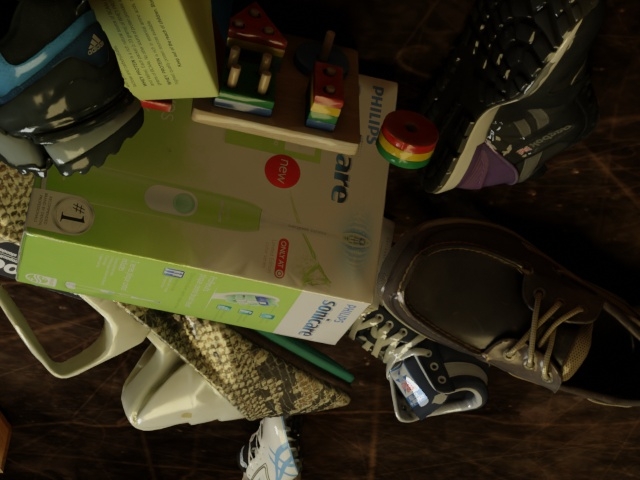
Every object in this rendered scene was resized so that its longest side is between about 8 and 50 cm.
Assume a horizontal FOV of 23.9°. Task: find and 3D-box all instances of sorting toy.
[{"bbox_3d":[-0.039,-0.139,1.201,0.274,0.132,0.046,12,130,-9],"label":"sorting toy"}]

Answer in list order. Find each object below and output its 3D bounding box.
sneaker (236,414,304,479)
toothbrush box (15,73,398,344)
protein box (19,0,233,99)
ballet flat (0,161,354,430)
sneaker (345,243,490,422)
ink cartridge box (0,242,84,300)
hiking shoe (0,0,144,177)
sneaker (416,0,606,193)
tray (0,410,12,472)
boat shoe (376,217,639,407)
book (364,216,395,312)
[{"bbox_3d":[-0.064,0.269,1.926,0.086,0.085,0.237,2,148,-3],"label":"sneaker"},{"bbox_3d":[-0.094,-0.050,1.265,0.283,0.206,0.122,13,157,-11],"label":"toothbrush box"},{"bbox_3d":[-0.185,-0.210,1.091,0.201,0.136,0.200,-2,149,12],"label":"protein box"},{"bbox_3d":[-0.180,0.068,1.440,0.483,0.182,0.164,42,172,-29],"label":"ballet flat"},{"bbox_3d":[0.056,0.089,1.534,0.282,0.153,0.099,18,147,-19],"label":"sneaker"},{"bbox_3d":[-0.254,0.021,1.583,0.206,0.045,0.208,20,148,-23],"label":"ink cartridge box"},{"bbox_3d":[-0.265,-0.122,1.047,0.304,0.113,0.132,0,119,23],"label":"hiking shoe"},{"bbox_3d":[0.179,-0.133,1.220,0.124,0.107,0.283,0,156,-19],"label":"sneaker"},{"bbox_3d":[-0.629,0.222,1.957,0.411,0.076,0.203,2,149,9],"label":"tray"},{"bbox_3d":[0.216,0.074,1.470,0.355,0.132,0.130,18,-173,-34],"label":"boat shoe"},{"bbox_3d":[0.000,0.000,1.452,0.144,0.096,0.035,24,161,-29],"label":"book"}]
